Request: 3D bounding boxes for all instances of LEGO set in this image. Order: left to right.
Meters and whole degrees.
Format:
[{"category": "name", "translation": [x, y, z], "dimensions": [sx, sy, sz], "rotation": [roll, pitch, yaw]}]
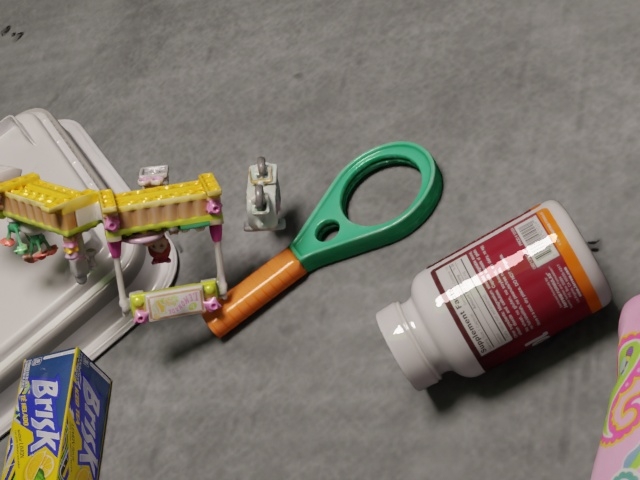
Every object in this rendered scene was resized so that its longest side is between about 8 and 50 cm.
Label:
[{"category": "LEGO set", "translation": [-0.172, 0.001, 1.008], "dimensions": [0.287, 0.107, 0.132], "rotation": [-2, 22, 10]}]

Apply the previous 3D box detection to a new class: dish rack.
[{"category": "dish rack", "translation": [-0.310, 0.017, 1.154], "dimensions": [0.285, 0.072, 0.333], "rotation": [-40, 44, -2]}]

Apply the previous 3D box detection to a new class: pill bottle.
[{"category": "pill bottle", "translation": [0.120, 0.042, 0.865], "dimensions": [0.152, 0.086, 0.086], "rotation": [-30, 46, 8]}]

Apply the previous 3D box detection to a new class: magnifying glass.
[{"category": "magnifying glass", "translation": [0.000, 0.000, 1.012], "dimensions": [0.231, 0.026, 0.092], "rotation": [-38, 45, 0]}]

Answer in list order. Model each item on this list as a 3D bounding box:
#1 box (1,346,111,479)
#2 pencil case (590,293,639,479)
[{"category": "box", "translation": [-0.212, 0.173, 0.977], "dimensions": [0.054, 0.059, 0.169], "rotation": [-14, 50, 18]}, {"category": "pencil case", "translation": [0.209, 0.157, 0.703], "dimensions": [0.124, 0.124, 0.284], "rotation": [-1, 55, 30]}]
